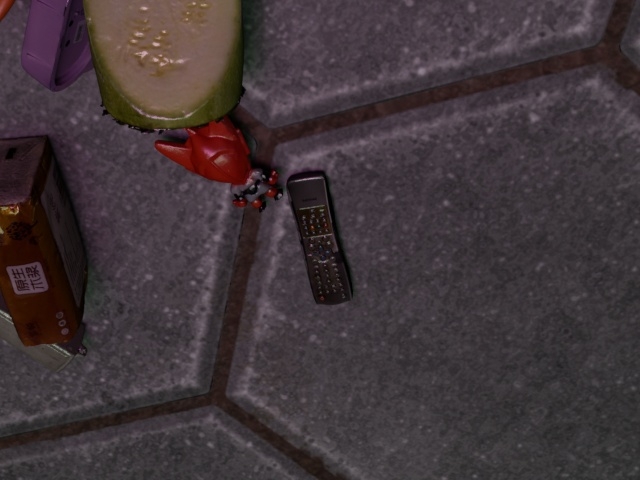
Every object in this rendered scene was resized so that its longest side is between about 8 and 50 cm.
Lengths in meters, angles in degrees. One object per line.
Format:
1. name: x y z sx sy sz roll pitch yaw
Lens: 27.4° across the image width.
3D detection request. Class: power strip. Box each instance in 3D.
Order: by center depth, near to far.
1. power strip: -0.450 0.092 1.847 0.272 0.078 0.052 34 121 -18

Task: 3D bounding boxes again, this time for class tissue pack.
1. tissue pack: -0.372 0.001 1.719 0.092 0.183 0.226 -6 124 3

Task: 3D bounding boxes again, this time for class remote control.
1. remote control: 0.000 0.000 1.783 0.059 0.028 0.212 -9 123 6

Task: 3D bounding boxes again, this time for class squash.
1. squash: -0.182 -0.278 1.512 0.189 0.189 0.260 2 127 3

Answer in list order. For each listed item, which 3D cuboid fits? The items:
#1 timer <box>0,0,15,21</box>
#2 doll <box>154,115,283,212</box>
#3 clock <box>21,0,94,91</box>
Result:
1. timer: -0.404 -0.326 1.460 0.250 0.257 0.161 -24 125 21
2. doll: -0.121 -0.100 1.705 0.109 0.057 0.169 -33 115 27
3. clock: -0.305 -0.264 1.593 0.050 0.110 0.152 30 124 14
